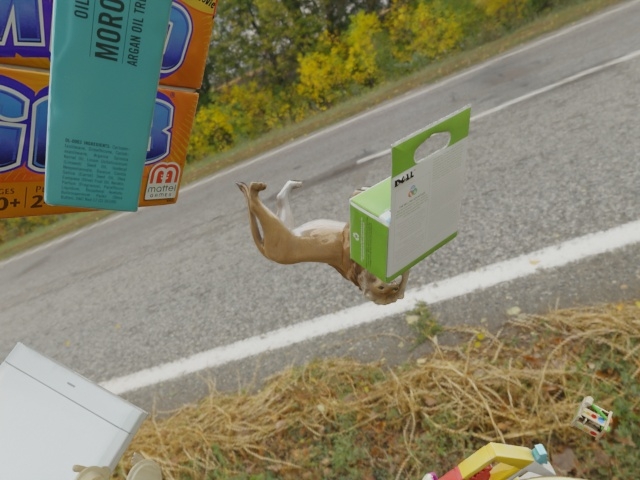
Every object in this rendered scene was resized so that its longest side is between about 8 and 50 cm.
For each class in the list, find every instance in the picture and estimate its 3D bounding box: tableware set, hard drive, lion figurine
[{"bbox_3d":[-0.268,0.365,0.625,0.020,0.141,0.169,-13,60,25],"label":"tableware set"},{"bbox_3d":[-0.446,0.354,0.681,0.232,0.047,0.353,25,68,8],"label":"hard drive"},{"bbox_3d":[0.000,0.000,1.036,0.391,0.241,0.142,7,13,10],"label":"lion figurine"}]

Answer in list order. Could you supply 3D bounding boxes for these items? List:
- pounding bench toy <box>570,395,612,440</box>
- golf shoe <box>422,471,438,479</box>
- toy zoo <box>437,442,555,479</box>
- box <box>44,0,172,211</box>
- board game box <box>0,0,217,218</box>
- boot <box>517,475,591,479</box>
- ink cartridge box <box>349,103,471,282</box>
[{"bbox_3d":[0.586,0.375,1.029,0.065,0.083,0.052,27,52,27],"label":"pounding bench toy"},{"bbox_3d":[0.382,0.677,1.198,0.305,0.115,0.140,8,74,20],"label":"golf shoe"},{"bbox_3d":[0.343,0.499,0.990,0.293,0.192,0.030,-51,28,25],"label":"toy zoo"},{"bbox_3d":[-0.131,-0.147,0.302,0.060,0.245,0.101,4,35,-29],"label":"box"},{"bbox_3d":[-0.406,-0.268,0.631,0.356,0.357,0.356,33,26,29],"label":"board game box"},{"bbox_3d":[0.323,0.389,0.540,0.261,0.095,0.204,-6,37,27],"label":"boot"},{"bbox_3d":[0.144,-0.086,0.791,0.188,0.256,0.097,-30,44,-28],"label":"ink cartridge box"}]
